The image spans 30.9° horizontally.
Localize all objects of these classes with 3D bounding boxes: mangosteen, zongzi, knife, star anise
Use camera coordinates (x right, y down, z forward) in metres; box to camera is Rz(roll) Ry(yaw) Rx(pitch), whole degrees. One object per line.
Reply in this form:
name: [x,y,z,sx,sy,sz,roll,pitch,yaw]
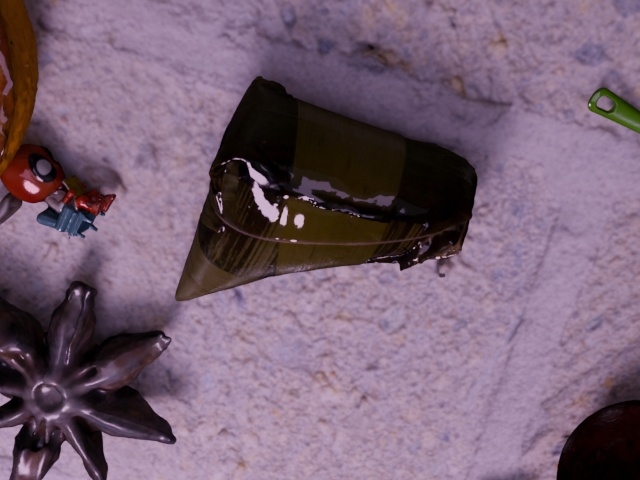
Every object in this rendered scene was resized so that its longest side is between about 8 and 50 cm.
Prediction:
mangosteen: [0.365,0.312,1.365,0.235,0.235,0.261,41,145,-10]
zongzi: [0.000,0.000,1.324,0.289,0.154,0.317,20,133,-5]
knife: [0.364,-0.116,1.274,0.166,0.022,0.078,29,106,-7]
star anise: [-0.314,0.156,1.428,0.316,0.139,0.359,23,98,-11]

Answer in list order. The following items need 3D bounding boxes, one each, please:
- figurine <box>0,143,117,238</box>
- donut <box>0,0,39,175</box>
figurine: [-0.318,-0.061,1.361,0.140,0.068,0.075,34,111,-1]
donut: [-0.489,-0.237,1.246,0.435,0.163,0.378,22,110,5]
